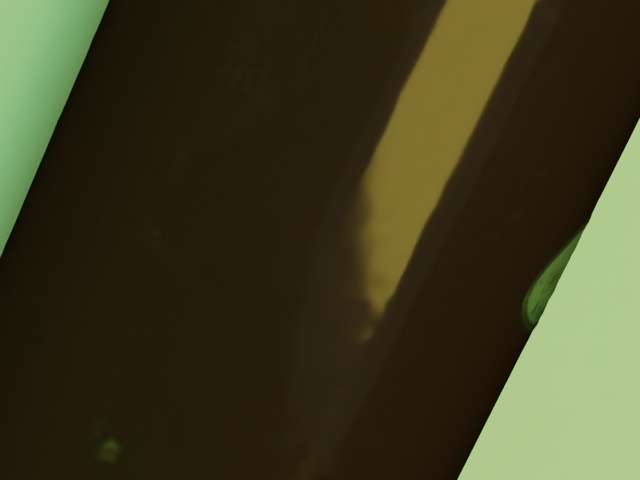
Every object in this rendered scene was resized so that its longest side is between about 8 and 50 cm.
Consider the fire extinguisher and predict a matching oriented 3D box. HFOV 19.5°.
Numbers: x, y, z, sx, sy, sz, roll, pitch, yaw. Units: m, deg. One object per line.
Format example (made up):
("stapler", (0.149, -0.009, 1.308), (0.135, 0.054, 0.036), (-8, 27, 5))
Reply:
("fire extinguisher", (0.000, 0.000, 0.410), (0.135, 0.114, 0.337), (11, 110, -46))
